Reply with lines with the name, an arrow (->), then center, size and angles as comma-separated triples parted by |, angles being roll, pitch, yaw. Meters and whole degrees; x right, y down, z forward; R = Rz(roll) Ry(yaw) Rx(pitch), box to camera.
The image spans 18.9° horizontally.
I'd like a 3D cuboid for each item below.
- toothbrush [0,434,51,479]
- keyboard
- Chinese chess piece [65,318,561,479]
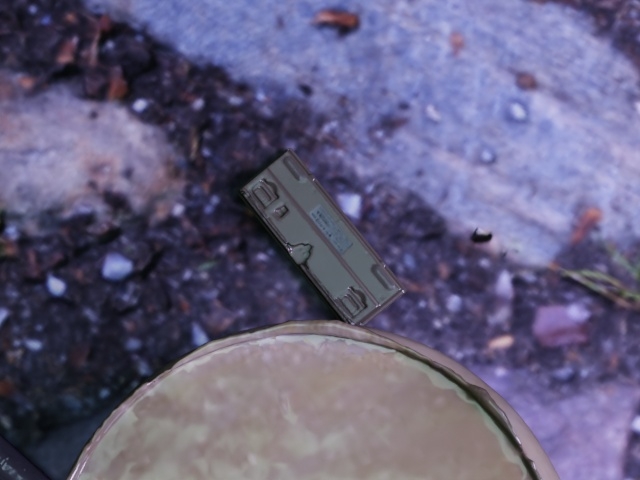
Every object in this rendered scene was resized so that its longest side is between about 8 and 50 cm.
toothbrush -> -0.139, 0.210, 1.273 | 0.354, 0.029, 0.024 | 40, 77, 14
keyboard -> 0.000, 0.000, 1.291 | 0.049, 0.015, 0.129 | -39, 76, -3
Chinese chess piece -> -0.006, 0.215, 1.172 | 0.338, 0.140, 0.338 | -2, 74, 6
